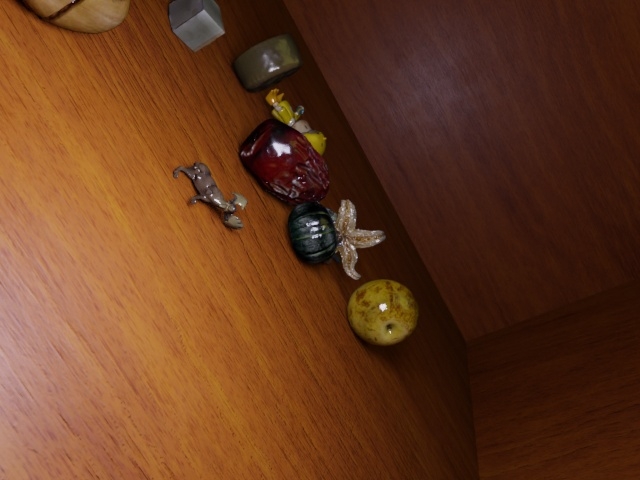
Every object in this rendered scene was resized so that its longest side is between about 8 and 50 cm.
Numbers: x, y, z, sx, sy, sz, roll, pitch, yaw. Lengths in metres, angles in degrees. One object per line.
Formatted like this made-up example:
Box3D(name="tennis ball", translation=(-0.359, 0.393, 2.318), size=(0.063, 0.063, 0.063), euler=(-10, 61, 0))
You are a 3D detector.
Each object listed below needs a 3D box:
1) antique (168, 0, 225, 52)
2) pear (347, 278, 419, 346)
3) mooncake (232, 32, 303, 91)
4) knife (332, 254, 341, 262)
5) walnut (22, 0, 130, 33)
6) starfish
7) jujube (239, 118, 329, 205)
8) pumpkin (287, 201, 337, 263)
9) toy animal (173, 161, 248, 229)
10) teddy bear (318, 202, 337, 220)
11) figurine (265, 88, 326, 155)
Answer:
Box3D(name="antique", translation=(-0.433, -0.781, 1.708), size=(0.148, 0.147, 0.151), euler=(35, 35, -56))
Box3D(name="pear", translation=(0.239, 0.277, 1.882), size=(0.280, 0.281, 0.280), euler=(51, 23, -32))
Box3D(name="mooncake", translation=(-0.213, -0.727, 2.000), size=(0.155, 0.285, 0.284), euler=(65, 19, -14))
Box3D(name="knife", translation=(0.000, 0.000, 2.003), size=(0.313, 0.019, 0.044), euler=(46, 18, -38))
Box3D(name="walnut", translation=(-0.562, -0.571, 1.072), size=(0.202, 0.203, 0.298), euler=(64, 21, 2))
Box3D(name="starfish", translation=(0.084, 0.003, 1.827), size=(0.113, 0.303, 0.311), euler=(-14, 67, -52))
Box3D(name="jujube", translation=(-0.123, -0.267, 1.719), size=(0.376, 0.259, 0.258), euler=(52, 22, -45))
Box3D(name="pumpkin", translation=(-0.028, -0.028, 1.714), size=(0.220, 0.162, 0.220), euler=(168, -90, -86))
Box3D(name="toy animal", translation=(-0.287, -0.128, 1.334), size=(0.214, 0.094, 0.186), euler=(58, 11, 8))
Box3D(name="teddy bear", translation=(0.011, -0.098, 1.996), size=(0.213, 0.111, 0.133), euler=(58, 4, -14))
Box3D(name="figurine", translation=(-0.112, -0.490, 2.109), size=(0.343, 0.187, 0.215), euler=(58, 29, 2))
